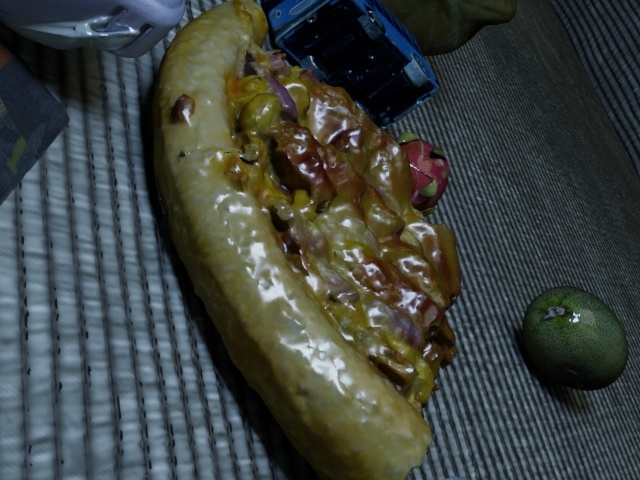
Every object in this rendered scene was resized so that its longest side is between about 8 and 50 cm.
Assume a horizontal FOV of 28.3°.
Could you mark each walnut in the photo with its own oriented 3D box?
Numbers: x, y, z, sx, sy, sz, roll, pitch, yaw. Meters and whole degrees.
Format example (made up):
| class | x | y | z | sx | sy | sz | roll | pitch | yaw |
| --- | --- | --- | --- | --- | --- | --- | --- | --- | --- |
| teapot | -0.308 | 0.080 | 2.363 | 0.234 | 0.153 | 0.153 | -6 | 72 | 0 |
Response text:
| class | x | y | z | sx | sy | sz | roll | pitch | yaw |
| --- | --- | --- | --- | --- | --- | --- | --- | --- | --- |
| walnut | 0.118 | -0.341 | 1.459 | 0.283 | 0.227 | 0.283 | 36 | 24 | -19 |

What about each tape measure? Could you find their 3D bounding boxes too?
| class | x | y | z | sx | sy | sz | roll | pitch | yaw |
| --- | --- | --- | --- | --- | --- | --- | --- | --- | --- |
| tape measure | -0.162 | -0.206 | 0.762 | 0.178 | 0.105 | 0.196 | 34 | 39 | -30 |

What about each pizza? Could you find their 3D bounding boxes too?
| class | x | y | z | sx | sy | sz | roll | pitch | yaw |
| --- | --- | --- | --- | --- | --- | --- | --- | --- | --- |
| pizza | 0.000 | 0.000 | 0.854 | 0.277 | 0.114 | 0.409 | 31 | 35 | -42 |

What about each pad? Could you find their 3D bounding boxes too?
| class | x | y | z | sx | sy | sz | roll | pitch | yaw |
| --- | --- | --- | --- | --- | --- | --- | --- | --- | --- |
| pad | -0.218 | -0.122 | 0.664 | 0.211 | 0.003 | 0.143 | 52 | 21 | -17 |

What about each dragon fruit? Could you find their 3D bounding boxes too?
| class | x | y | z | sx | sy | sz | roll | pitch | yaw |
| --- | --- | --- | --- | --- | --- | --- | --- | --- | --- |
| dragon fruit | 0.092 | -0.067 | 1.232 | 0.083 | 0.060 | 0.056 | 62 | 17 | 6 |

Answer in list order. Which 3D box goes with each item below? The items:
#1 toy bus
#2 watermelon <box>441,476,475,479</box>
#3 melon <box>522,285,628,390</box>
| class | x | y | z | sx | sy | sz | roll | pitch | yaw |
| --- | --- | --- | --- | --- | --- | --- | --- | --- | --- |
| toy bus | 0.027 | -0.194 | 1.227 | 0.184 | 0.090 | 0.106 | 38 | 27 | -48 |
| watermelon | 0.105 | 0.204 | 0.847 | 0.187 | 0.071 | 0.139 | 43 | 20 | -33 |
| melon | 0.268 | 0.106 | 1.326 | 0.162 | 0.099 | 0.099 | 42 | 24 | -50 |
